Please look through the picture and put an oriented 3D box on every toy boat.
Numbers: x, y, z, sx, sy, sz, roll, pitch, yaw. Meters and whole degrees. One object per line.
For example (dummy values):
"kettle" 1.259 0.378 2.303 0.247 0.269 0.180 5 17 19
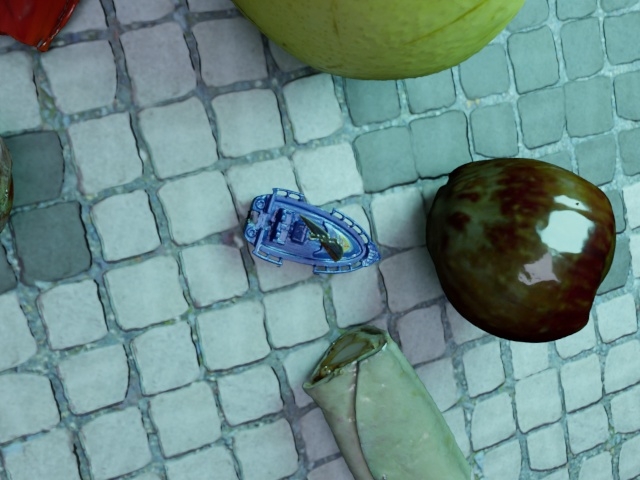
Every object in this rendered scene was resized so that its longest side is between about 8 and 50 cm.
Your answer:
"toy boat" 0.000 0.000 0.604 0.174 0.110 0.091 18 91 -20

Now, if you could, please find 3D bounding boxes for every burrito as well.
"burrito" 0.096 0.258 0.668 0.143 0.105 0.299 -28 105 -2

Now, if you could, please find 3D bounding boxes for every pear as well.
"pear" 0.057 -0.318 0.464 0.347 0.348 0.349 -2 97 -16

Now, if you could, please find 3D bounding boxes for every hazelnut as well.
"hazelnut" 0.233 -0.002 0.613 0.217 0.234 0.218 4 127 6

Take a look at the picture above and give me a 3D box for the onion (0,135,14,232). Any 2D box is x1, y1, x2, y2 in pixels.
"onion" -0.365 -0.080 0.469 0.159 0.159 0.195 -1 78 -17

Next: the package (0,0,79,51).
"package" -0.421 -0.326 0.434 0.423 0.123 0.196 19 93 -16
